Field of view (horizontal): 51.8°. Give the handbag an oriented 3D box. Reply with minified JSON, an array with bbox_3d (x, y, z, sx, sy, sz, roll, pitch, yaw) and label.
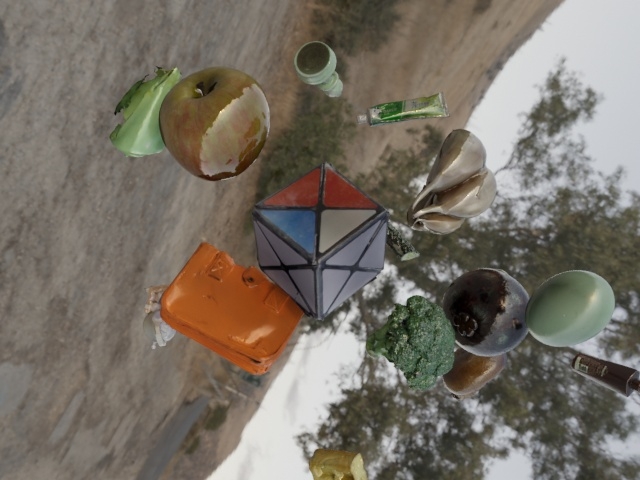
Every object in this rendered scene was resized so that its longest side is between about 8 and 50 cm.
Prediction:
[{"bbox_3d":[-0.273,0.211,2.083,0.303,0.410,0.116,-58,175,-32],"label":"handbag"}]

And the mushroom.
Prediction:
[{"bbox_3d":[0.569,0.472,2.473,0.278,0.163,0.297,-50,171,18],"label":"mushroom"}]

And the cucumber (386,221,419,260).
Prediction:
[{"bbox_3d":[0.279,-0.020,2.604,0.077,0.265,0.077,-34,159,-15],"label":"cucumber"}]

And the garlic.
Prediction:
[{"bbox_3d":[0.298,-0.135,1.575,0.237,0.210,0.292,-27,-168,22],"label":"garlic"}]

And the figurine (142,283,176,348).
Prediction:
[{"bbox_3d":[-0.584,0.281,2.442,0.162,0.141,0.237,104,-14,-74],"label":"figurine"}]

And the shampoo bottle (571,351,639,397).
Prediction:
[{"bbox_3d":[0.802,0.367,1.785,0.067,0.236,0.068,-24,117,-30],"label":"shampoo bottle"}]

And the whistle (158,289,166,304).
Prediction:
[{"bbox_3d":[-0.459,0.227,2.216,0.090,0.158,0.090,-60,174,-10],"label":"whistle"}]

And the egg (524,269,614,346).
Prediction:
[{"bbox_3d":[0.592,0.165,1.580,0.231,0.168,0.168,-45,-166,44],"label":"egg"}]

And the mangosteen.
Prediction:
[{"bbox_3d":[0.516,0.213,2.025,0.288,0.288,0.288,-62,-178,4],"label":"mangosteen"}]

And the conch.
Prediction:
[{"bbox_3d":[-0.438,-0.323,1.639,0.143,0.137,0.251,-138,-119,-67],"label":"conch"}]

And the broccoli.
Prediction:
[{"bbox_3d":[0.258,0.296,1.892,0.270,0.270,0.270,-14,-146,35],"label":"broccoli"}]

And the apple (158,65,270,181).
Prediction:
[{"bbox_3d":[-0.237,-0.261,1.517,0.257,0.257,0.234,-64,149,-42],"label":"apple"}]

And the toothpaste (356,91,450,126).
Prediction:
[{"bbox_3d":[0.217,-0.342,1.749,0.047,0.248,0.078,96,-16,-72],"label":"toothpaste"}]

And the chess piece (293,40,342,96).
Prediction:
[{"bbox_3d":[0.019,-0.553,2.235,0.139,0.139,0.271,-63,156,-1],"label":"chess piece"}]

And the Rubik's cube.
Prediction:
[{"bbox_3d":[0.000,0.000,1.986,0.307,0.305,0.310,-35,148,-26],"label":"Rubik's cube"}]

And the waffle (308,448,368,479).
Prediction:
[{"bbox_3d":[0.068,0.711,1.819,0.168,0.274,0.057,-9,-169,39],"label":"waffle"}]
